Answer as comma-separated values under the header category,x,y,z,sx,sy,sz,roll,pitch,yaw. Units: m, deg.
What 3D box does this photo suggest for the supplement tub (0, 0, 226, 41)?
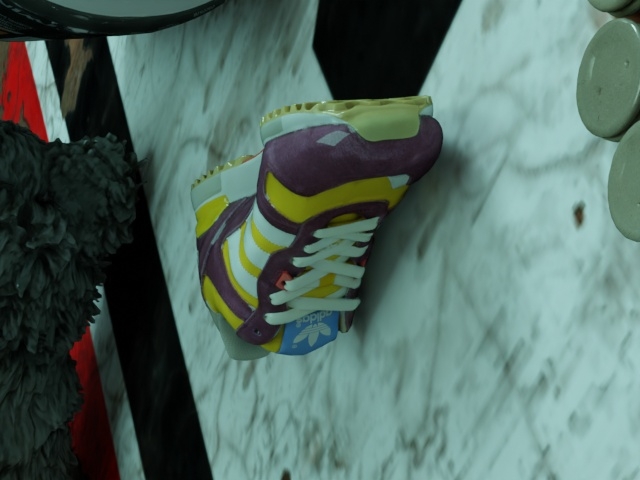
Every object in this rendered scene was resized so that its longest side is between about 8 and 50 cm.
category,x,y,z,sx,sy,sz,roll,pitch,yaw
supplement tub,-0.144,-0.201,0.827,0.316,0.194,0.193,-164,82,-66

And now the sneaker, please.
category,x,y,z,sx,sy,sz,roll,pitch,yaw
sneaker,0.000,0.000,0.614,0.185,0.070,0.083,148,116,-69

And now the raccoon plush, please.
category,x,y,z,sx,sy,sz,roll,pitch,yaw
raccoon plush,-0.163,0.137,0.902,0.446,0.216,0.299,52,122,20

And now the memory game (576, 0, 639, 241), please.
category,x,y,z,sx,sy,sz,roll,pitch,yaw
memory game,0.120,-0.074,0.410,0.186,0.012,0.186,-173,90,-67
